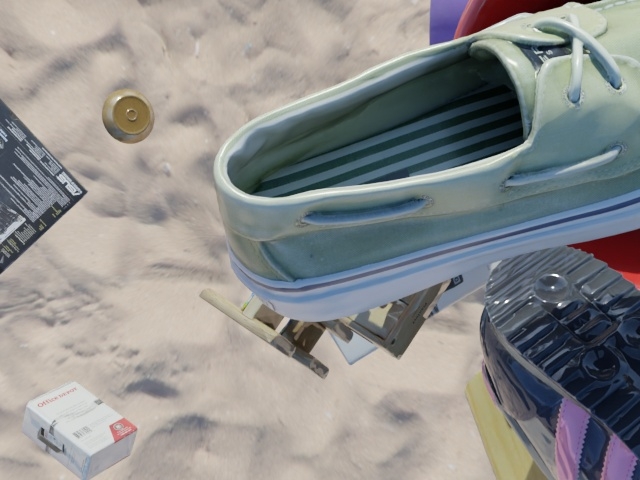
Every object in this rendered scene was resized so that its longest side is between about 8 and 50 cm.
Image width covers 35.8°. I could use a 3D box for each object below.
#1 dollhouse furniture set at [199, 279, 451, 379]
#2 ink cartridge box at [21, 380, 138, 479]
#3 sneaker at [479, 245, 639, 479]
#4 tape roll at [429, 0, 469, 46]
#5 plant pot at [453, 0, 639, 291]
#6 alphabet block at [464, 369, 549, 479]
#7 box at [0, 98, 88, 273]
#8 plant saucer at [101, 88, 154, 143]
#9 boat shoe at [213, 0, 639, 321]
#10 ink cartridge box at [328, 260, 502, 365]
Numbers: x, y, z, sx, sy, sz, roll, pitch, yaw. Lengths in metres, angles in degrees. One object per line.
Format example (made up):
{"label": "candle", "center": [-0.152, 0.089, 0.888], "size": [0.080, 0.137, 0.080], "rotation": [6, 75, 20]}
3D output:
{"label": "dollhouse furniture set", "center": [0.000, 0.000, 0.914], "size": [0.161, 0.242, 0.212], "rotation": [30, 82, 30]}
{"label": "ink cartridge box", "center": [-0.353, 0.277, 1.447], "size": [0.135, 0.099, 0.056], "rotation": [31, 119, 23]}
{"label": "sneaker", "center": [0.206, 0.148, 0.573], "size": [0.112, 0.131, 0.319], "rotation": [-24, 57, -14]}
{"label": "tape roll", "center": [0.176, -0.276, 1.169], "size": [0.080, 0.189, 0.189], "rotation": [4, 90, 11]}
{"label": "plant pot", "center": [0.268, -0.124, 0.771], "size": [0.275, 0.243, 0.275], "rotation": [13, 116, 30]}
{"label": "alphabet block", "center": [0.313, 0.214, 1.135], "size": [0.192, 0.197, 0.193], "rotation": [27, 121, -30]}
{"label": "box", "center": [-0.523, -0.096, 1.395], "size": [0.307, 0.076, 0.242], "rotation": [48, 66, -16]}
{"label": "plant saucer", "center": [-0.285, -0.187, 1.480], "size": [0.083, 0.015, 0.083], "rotation": [2, 87, -32]}
{"label": "boat shoe", "center": [0.096, -0.052, 0.447], "size": [0.302, 0.094, 0.109], "rotation": [-25, 63, -3]}
{"label": "ink cartridge box", "center": [0.139, 0.031, 1.400], "size": [0.307, 0.223, 0.129], "rotation": [-31, 92, 3]}
